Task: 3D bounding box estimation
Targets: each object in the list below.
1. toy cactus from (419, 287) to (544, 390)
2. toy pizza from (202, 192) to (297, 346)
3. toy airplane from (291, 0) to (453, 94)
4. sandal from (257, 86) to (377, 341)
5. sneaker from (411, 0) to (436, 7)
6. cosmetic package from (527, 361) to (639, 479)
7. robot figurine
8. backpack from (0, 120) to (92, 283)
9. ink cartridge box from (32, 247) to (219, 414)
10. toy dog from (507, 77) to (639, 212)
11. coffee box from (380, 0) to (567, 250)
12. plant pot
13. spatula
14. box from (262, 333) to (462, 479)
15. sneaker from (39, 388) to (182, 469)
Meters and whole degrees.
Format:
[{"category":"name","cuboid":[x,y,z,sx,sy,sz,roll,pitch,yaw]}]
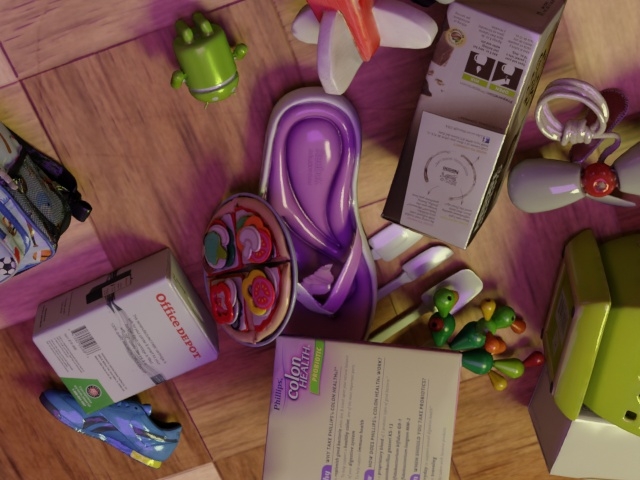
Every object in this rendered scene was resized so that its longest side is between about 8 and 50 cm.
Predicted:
[{"category":"toy cactus","cuboid":[0.199,0.152,2.018,0.180,0.112,0.219,-30,141,23]},{"category":"toy pizza","cuboid":[-0.101,0.039,1.877,0.032,0.201,0.201,-5,127,-39]},{"category":"toy airplane","cuboid":[-0.019,-0.330,1.581,0.384,0.272,0.386,44,134,2]},{"category":"sandal","cuboid":[-0.016,0.001,1.903,0.169,0.102,0.416,-4,120,3]},{"category":"sneaker","cuboid":[0.175,-0.375,1.706,0.081,0.090,0.232,25,116,-19]},{"category":"cosmetic package","cuboid":[0.472,0.268,2.084,0.310,0.160,0.113,10,120,-10]},{"category":"robot figurine","cuboid":[-0.141,-0.220,1.784,0.101,0.067,0.115,-26,122,-13]},{"category":"backpack","cuboid":[-0.474,-0.048,1.787,0.277,0.213,0.263,-28,109,15]},{"category":"ink cartridge box","cuboid":[-0.261,0.124,1.969,0.208,0.087,0.153,-23,120,9]},{"category":"toy dog","cuboid":[0.421,-0.118,1.878,0.334,0.161,0.220,11,123,5]},{"category":"coffee box","cuboid":[0.188,-0.161,1.777,0.119,0.168,0.297,22,119,10]},{"category":"plant pot","cuboid":[0.421,0.120,1.958,0.207,0.228,0.227,8,120,-2]},{"category":"spatula","cuboid":[0.086,0.078,2.014,0.242,0.019,0.168,-35,119,15]},{"category":"box","cuboid":[0.056,0.239,1.901,0.243,0.117,0.213,5,88,4]},{"category":"sneaker","cuboid":[-0.295,0.246,2.059,0.209,0.069,0.082,29,97,-19]}]
